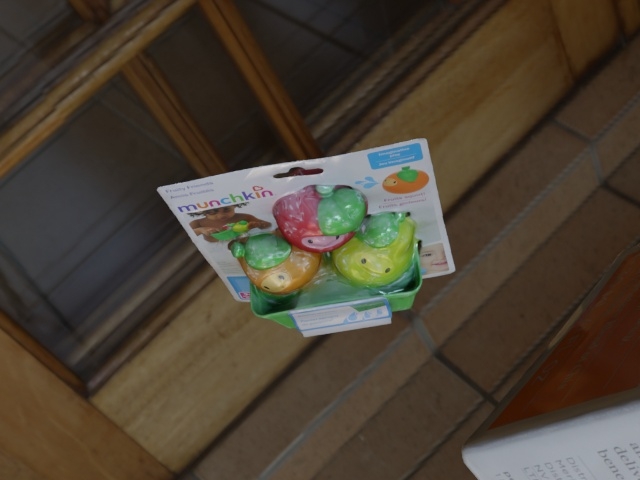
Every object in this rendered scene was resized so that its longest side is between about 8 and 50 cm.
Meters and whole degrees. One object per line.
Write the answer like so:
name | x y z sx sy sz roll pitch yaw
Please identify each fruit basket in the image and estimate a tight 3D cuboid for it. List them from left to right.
fruit basket | 0.000 0.000 1.332 0.327 0.353 0.165 -9 67 8

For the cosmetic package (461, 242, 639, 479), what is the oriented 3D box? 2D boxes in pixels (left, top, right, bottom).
cosmetic package | 0.302 0.054 0.495 0.230 0.161 0.453 -41 5 -36
